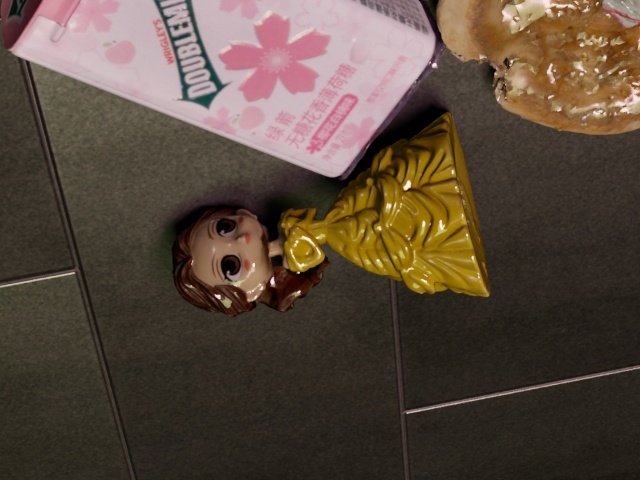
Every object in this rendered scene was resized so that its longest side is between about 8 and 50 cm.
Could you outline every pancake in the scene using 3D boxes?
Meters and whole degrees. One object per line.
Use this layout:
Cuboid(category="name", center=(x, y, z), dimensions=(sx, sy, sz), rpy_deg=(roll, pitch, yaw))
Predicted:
Cuboid(category="pancake", center=(0.292, -0.250, 1.551), dimensions=(0.382, 0.071, 0.382), rpy_deg=(-8, 133, -8))

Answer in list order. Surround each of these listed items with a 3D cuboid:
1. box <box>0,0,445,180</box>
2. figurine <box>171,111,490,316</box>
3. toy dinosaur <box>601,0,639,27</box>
Cuboid(category="box", center=(-0.083, -0.196, 1.486), dimensions=(0.369, 0.112, 0.190), rpy_deg=(20, 125, -32))
Cuboid(category="figurine", center=(-0.001, -0.001, 1.658), dimensions=(0.315, 0.168, 0.187), rpy_deg=(-14, 92, 10))
Cuboid(category="toy dinosaur", center=(0.391, -0.210, 1.534), dimensions=(0.167, 0.053, 0.242), rpy_deg=(-40, 132, 18))
